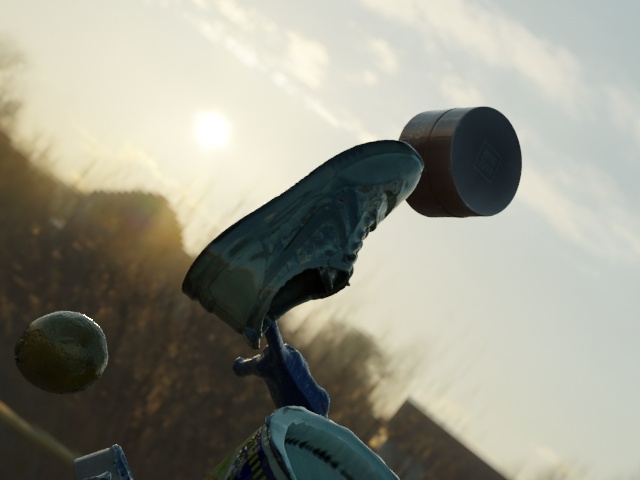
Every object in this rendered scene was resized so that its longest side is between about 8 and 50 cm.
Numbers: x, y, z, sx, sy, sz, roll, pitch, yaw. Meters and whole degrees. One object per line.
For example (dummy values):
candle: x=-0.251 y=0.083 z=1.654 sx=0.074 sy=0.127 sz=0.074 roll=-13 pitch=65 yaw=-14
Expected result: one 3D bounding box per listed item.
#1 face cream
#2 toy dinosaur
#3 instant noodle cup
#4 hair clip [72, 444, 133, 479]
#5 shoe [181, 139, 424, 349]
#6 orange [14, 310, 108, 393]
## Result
face cream: x=0.186 y=-0.104 z=2.096 sx=0.104 sy=0.149 sz=0.149 roll=0 pitch=-36 yaw=47
toy dinosaur: x=-0.020 y=0.176 z=1.722 sx=0.248 sy=0.075 sz=0.188 roll=61 pitch=-15 yaw=1
instant noodle cup: x=-0.067 y=0.348 z=1.613 sx=0.284 sy=0.312 sz=0.284 roll=35 pitch=19 yaw=-14
hair clip: x=-0.129 y=0.252 z=1.176 sx=0.054 sy=0.140 sz=0.220 roll=-85 pitch=151 yaw=-62
shoe: x=0.000 y=0.000 z=1.480 sx=0.098 sy=0.275 sz=0.103 roll=49 pitch=-21 yaw=14
orange: x=-0.266 y=0.115 z=1.594 sx=0.095 sy=0.085 sz=0.085 roll=-2 pitch=9 yaw=-22
